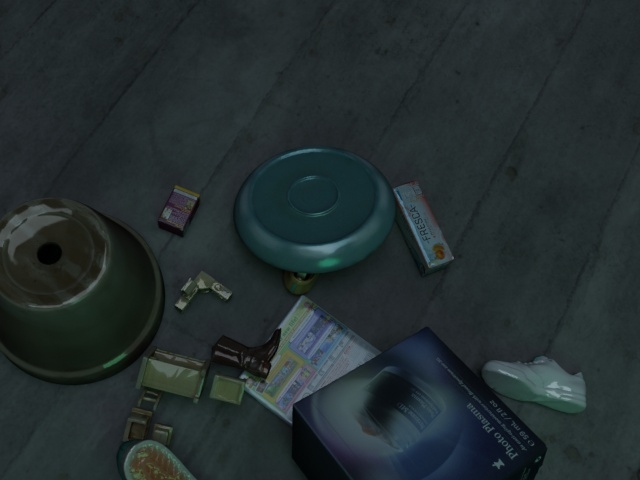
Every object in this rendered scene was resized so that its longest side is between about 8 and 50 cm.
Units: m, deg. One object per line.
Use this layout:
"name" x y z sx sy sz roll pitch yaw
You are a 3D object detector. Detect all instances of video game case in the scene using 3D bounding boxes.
"video game case" -0.019 0.240 1.427 0.193 0.023 0.212 36 71 5

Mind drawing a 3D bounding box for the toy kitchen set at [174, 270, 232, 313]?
"toy kitchen set" -0.219 0.107 1.422 0.075 0.068 0.083 35 70 5

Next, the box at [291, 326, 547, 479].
"box" 0.151 0.348 1.255 0.294 0.182 0.296 -27 51 -25

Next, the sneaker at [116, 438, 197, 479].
"sneaker" -0.234 0.452 1.287 0.108 0.121 0.302 -38 100 -26

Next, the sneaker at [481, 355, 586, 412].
"sneaker" 0.408 0.257 1.461 0.212 0.080 0.094 20 57 -8

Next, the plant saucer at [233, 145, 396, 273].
"plant saucer" -0.012 -0.077 1.472 0.318 0.043 0.317 -1 51 2

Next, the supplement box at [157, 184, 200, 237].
"supplement box" -0.274 -0.057 1.485 0.055 0.043 0.083 23 68 0

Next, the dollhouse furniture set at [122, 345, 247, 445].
"dollhouse furniture set" -0.238 0.294 1.360 0.182 0.101 0.160 15 94 -3

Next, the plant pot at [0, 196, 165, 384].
"plant pot" -0.435 0.062 1.297 0.324 0.280 0.323 3 69 -7

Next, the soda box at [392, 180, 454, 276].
"soda box" 0.198 -0.024 1.529 0.058 0.063 0.183 -19 74 -13

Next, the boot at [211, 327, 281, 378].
"boot" -0.136 0.190 1.394 0.114 0.037 0.106 18 55 5

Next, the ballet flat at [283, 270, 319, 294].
"ballet flat" 0.000 0.000 1.487 0.080 0.073 0.232 23 69 0
